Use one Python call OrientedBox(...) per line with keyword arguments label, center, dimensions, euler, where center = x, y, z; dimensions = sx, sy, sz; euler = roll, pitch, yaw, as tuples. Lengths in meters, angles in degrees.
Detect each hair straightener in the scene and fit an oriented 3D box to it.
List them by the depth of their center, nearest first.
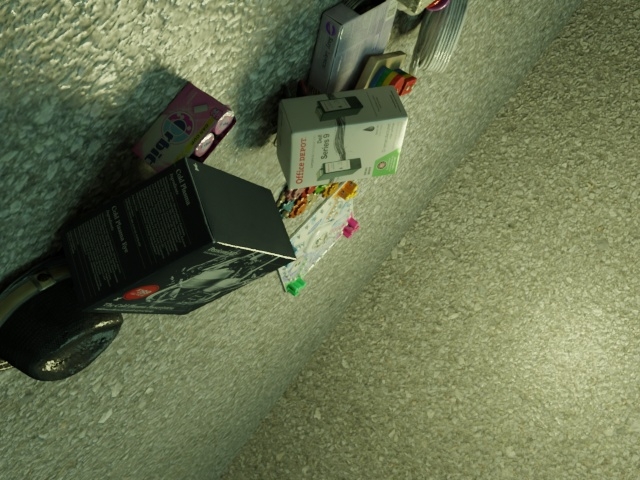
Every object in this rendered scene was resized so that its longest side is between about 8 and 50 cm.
OrientedBox(label="hair straightener", center=(-0.090, -0.303, 1.766), dimensions=(0.089, 0.047, 0.230), euler=(-19, 157, -18))

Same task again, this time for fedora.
OrientedBox(label="fedora", center=(-0.522, 0.178, 1.434), dimensions=(0.334, 0.152, 0.334), euler=(-45, 162, -19))

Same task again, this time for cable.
OrientedBox(label="cable", center=(0.338, -0.595, 1.979), dimensions=(0.257, 0.089, 0.257), euler=(118, -12, -64))

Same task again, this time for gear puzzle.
OrientedBox(label="gear puzzle", center=(-0.028, -0.138, 2.217), dimensions=(0.339, 0.044, 0.175), euler=(-21, 145, -58))

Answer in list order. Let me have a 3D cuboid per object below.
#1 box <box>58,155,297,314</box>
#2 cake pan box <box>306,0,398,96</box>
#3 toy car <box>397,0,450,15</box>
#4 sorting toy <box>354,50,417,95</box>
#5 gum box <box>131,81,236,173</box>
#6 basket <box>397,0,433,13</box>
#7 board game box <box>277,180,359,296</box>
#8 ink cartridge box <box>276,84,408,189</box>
OrientedBox(label="box", center=(-0.274, 0.010, 1.432), dimensions=(0.313, 0.178, 0.343), euler=(-28, 164, 19))
OrientedBox(label="cake pan box", center=(0.081, -0.488, 1.761), dimensions=(0.246, 0.070, 0.266), euler=(-42, 160, -34))
OrientedBox(label="toy car", center=(0.268, -0.642, 1.800), dimensions=(0.159, 0.136, 0.182), euler=(-59, 161, 20))
OrientedBox(label="sorting toy", center=(0.159, -0.370, 1.925), dimensions=(0.255, 0.089, 0.257), euler=(-36, 156, -60))
OrientedBox(label="gum box", center=(-0.262, -0.208, 1.389), dimensions=(0.188, 0.107, 0.062), euler=(-51, 163, -3))
OrientedBox(label="basket", center=(0.205, -0.622, 1.644), dimensions=(0.113, 0.167, 0.103), euler=(-42, 165, -27))
OrientedBox(label="board game box", center=(0.000, 0.000, 2.552), dimensions=(0.390, 0.050, 0.390), euler=(-47, 162, -14))
OrientedBox(label="ink cartridge box", center=(0.047, -0.250, 1.742), dimensions=(0.289, 0.121, 0.211), euler=(-10, 145, -12))
